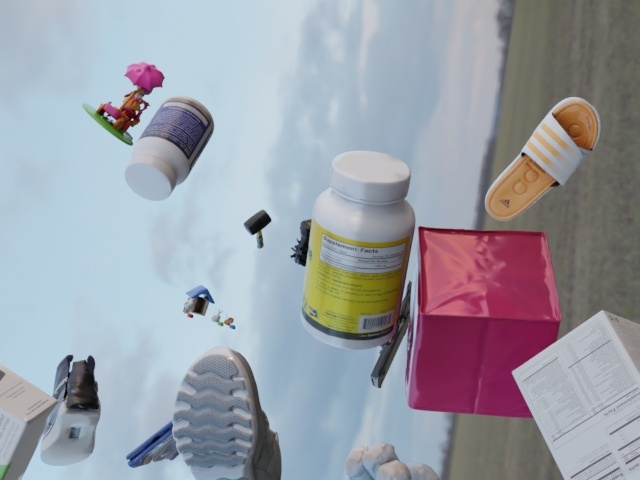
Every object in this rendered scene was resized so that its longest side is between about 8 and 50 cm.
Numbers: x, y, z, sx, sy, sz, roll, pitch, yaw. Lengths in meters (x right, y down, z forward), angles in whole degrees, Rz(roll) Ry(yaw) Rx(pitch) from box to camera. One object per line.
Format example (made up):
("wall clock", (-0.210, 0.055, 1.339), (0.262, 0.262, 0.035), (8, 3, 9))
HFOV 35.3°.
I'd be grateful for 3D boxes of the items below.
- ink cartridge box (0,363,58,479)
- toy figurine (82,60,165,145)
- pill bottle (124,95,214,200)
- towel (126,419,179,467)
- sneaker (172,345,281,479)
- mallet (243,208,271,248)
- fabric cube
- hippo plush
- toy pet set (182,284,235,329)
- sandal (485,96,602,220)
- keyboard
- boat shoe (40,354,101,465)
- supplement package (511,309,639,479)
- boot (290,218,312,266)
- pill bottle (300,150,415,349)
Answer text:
("ink cartridge box", (-0.633, 0.305, 1.772), (0.198, 0.273, 0.115), (-62, -7, 18))
("toy figurine", (-0.383, -0.293, 2.079), (0.159, 0.130, 0.173), (-49, -7, 4))
("pill bottle", (-0.378, -0.229, 2.510), (0.153, 0.153, 0.265), (90, -163, -45))
("towel", (-0.312, 0.435, 2.270), (0.209, 0.034, 0.285), (-39, -13, 2))
("sneaker", (-0.104, 0.242, 1.211), (0.115, 0.105, 0.281), (-55, -34, -58))
("mallet", (-0.153, -0.012, 2.381), (0.062, 0.039, 0.190), (-35, -15, -19))
("fabric cube", (0.298, 0.153, 1.914), (0.254, 0.259, 0.258), (-83, -5, -49))
("hippo plush", (0.209, 0.589, 2.316), (0.294, 0.236, 0.234), (57, 134, 43))
("toy pet set", (-0.258, 0.147, 2.314), (0.114, 0.122, 0.065), (24, 95, 61))
("sandal", (0.381, -0.122, 1.722), (0.265, 0.102, 0.076), (-53, 2, 27))
("keyboard", (0.185, 0.179, 2.306), (0.201, 0.033, 0.317), (84, -150, -66))
("boat shoe", (-0.590, 0.404, 2.393), (0.340, 0.127, 0.158), (125, 144, -46))
("supplement package", (0.489, 0.289, 1.648), (0.199, 0.198, 0.263), (19, -141, -46))
("boot", (0.001, 0.000, 2.029), (0.045, 0.121, 0.099), (51, 142, 42))
("pill bottle", (0.071, 0.016, 1.838), (0.188, 0.188, 0.334), (-65, -16, -62))
